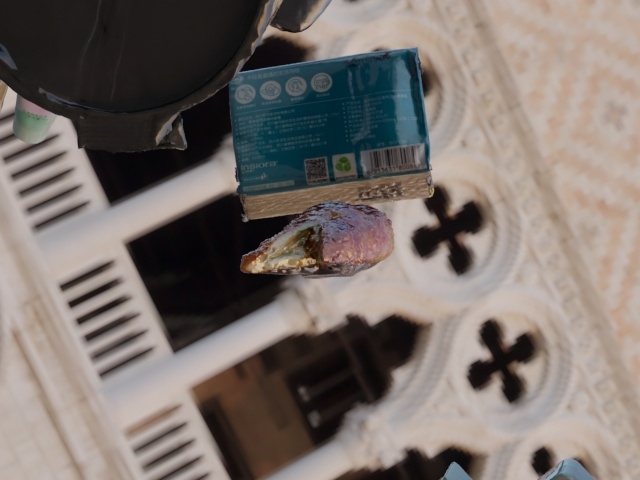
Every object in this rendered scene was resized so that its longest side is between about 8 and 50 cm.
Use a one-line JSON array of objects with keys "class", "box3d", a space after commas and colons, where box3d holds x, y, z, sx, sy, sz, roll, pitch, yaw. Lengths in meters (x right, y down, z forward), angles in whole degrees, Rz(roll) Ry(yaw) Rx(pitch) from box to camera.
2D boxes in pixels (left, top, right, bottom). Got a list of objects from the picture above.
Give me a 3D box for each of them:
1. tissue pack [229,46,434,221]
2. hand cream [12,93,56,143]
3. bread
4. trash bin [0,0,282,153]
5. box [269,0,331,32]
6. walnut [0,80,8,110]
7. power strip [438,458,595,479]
[{"class": "tissue pack", "box3d": [0.014, -0.142, 2.075, 0.134, 0.271, 0.192, 68, 17, -70]}, {"class": "hand cream", "box3d": [-0.345, -0.184, 1.885, 0.174, 0.076, 0.047, 125, -24, -54]}, {"class": "bread", "box3d": [0.009, -0.001, 1.789, 0.269, 0.139, 0.095, 0, 81, -72]}, {"class": "trash bin", "box3d": [-0.114, -0.210, 1.026, 0.301, 0.203, 0.252, -77, 163, -69]}, {"class": "box", "box3d": [-0.055, -0.411, 1.687, 0.290, 0.289, 0.073, 37, -3, 1]}, {"class": "walnut", "box3d": [-0.513, -0.180, 1.577, 0.381, 0.381, 0.381, 46, -28, 34]}, {"class": "power strip", "box3d": [0.150, 0.263, 1.344, 0.216, 0.061, 0.145, -42, -89, 22]}]
